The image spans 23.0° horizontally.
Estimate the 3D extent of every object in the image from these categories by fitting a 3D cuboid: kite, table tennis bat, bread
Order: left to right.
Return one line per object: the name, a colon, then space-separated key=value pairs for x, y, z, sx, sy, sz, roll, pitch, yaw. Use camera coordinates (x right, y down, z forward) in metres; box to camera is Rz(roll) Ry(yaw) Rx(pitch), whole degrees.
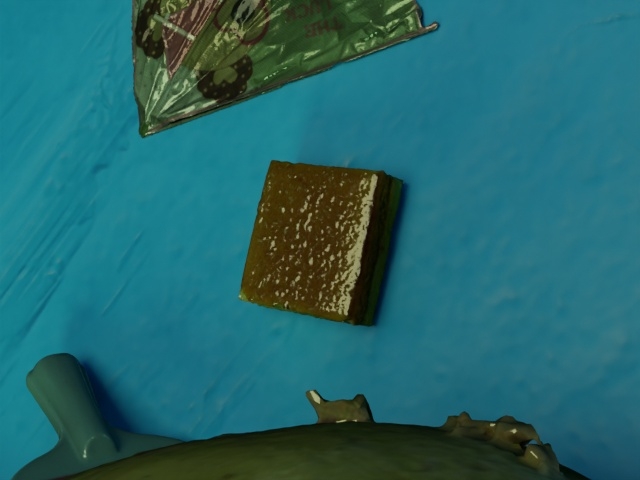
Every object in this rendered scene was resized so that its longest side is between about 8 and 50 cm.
table tennis bat: x=-0.133 y=0.148 z=0.981 sx=0.244 sy=0.153 sz=0.040 roll=-130 pitch=39 yaw=-51
kite: x=-0.057 y=-0.184 z=1.059 sx=0.323 sy=0.013 sz=0.267 roll=41 pitch=104 yaw=32
bread: x=0.000 y=0.000 z=0.967 sx=0.090 sy=0.035 sz=0.094 roll=10 pitch=86 yaw=34

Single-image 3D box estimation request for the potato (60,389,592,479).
potato: x=0.039 y=0.271 z=0.662 sx=0.319 sy=0.385 sz=0.442 roll=-22 pitch=32 yaw=22
